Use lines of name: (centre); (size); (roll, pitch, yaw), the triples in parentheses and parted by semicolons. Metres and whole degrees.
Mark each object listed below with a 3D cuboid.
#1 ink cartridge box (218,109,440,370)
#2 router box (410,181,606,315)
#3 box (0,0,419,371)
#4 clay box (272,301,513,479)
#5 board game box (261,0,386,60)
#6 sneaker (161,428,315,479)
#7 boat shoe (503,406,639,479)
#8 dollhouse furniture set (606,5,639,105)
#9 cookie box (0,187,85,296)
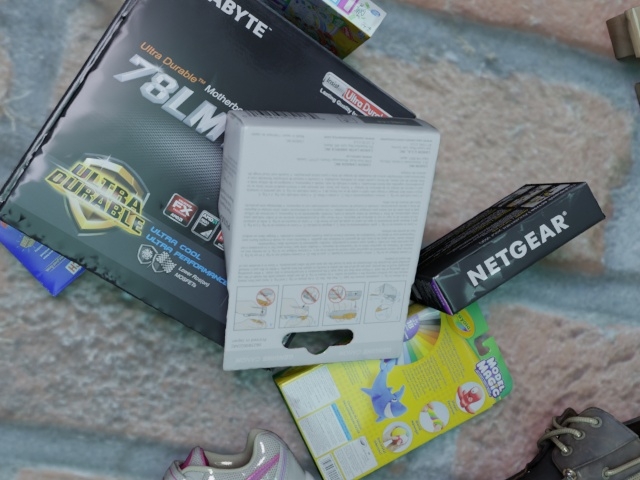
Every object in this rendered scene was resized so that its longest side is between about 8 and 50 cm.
ink cartridge box: (0.000, 0.000, 0.758); (0.189, 0.066, 0.232); (-1, 116, -21)
router box: (0.173, 0.004, 0.817); (0.179, 0.133, 0.046); (-32, 98, -7)
box: (-0.098, -0.074, 0.769); (0.296, 0.073, 0.293); (34, 83, -19)
clay box: (0.077, 0.149, 0.846); (0.222, 0.053, 0.127); (-26, 97, -10)
board game box: (-0.005, -0.216, 0.763); (0.103, 0.154, 0.026); (35, 86, -10)
sneaker: (-0.126, 0.264, 0.796); (0.252, 0.103, 0.111); (-25, 93, -15)
boat shoe: (0.282, 0.239, 0.865); (0.356, 0.132, 0.130); (-6, 84, -19)
dollhouse furniture set: (0.514, -0.119, 0.857); (0.304, 0.174, 0.355); (-18, 95, -9)
cookie box: (-0.257, -0.015, 0.781); (0.092, 0.040, 0.107); (-42, 100, -8)
